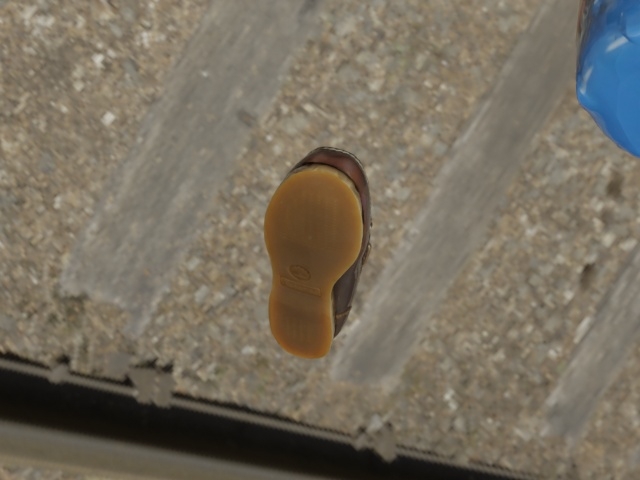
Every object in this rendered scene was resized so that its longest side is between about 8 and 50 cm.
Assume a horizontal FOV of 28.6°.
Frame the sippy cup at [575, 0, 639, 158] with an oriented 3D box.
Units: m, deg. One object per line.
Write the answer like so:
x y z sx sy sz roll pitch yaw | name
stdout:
0.255 -0.164 0.752 0.240 0.305 0.224 102 5 -66 | sippy cup

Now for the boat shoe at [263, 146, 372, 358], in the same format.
0.000 0.000 0.915 0.207 0.073 0.073 103 12 -51 | boat shoe
